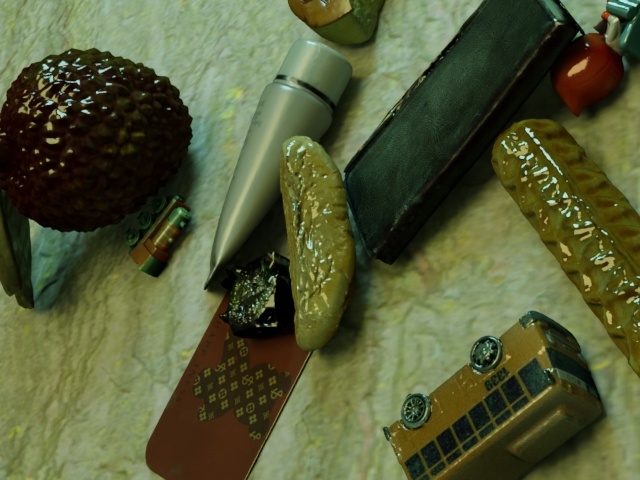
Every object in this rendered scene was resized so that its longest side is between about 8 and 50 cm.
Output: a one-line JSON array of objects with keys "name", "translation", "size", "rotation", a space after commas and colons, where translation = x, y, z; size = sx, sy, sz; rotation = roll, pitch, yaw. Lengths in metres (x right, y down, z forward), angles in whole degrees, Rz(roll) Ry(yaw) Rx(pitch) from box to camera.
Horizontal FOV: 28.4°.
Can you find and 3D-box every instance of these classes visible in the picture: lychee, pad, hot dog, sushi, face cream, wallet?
[{"name": "lychee", "translation": [-0.292, -0.129, 1.602], "size": [0.236, 0.271, 0.236], "rotation": [39, 138, 47]}, {"name": "pad", "translation": [-0.096, 0.159, 1.423], "size": [0.181, 0.004, 0.267], "rotation": [18, 78, 48]}, {"name": "hot dog", "translation": [0.000, 0.000, 1.362], "size": [0.073, 0.084, 0.243], "rotation": [-5, 64, -3]}, {"name": "sushi", "translation": [-0.069, 0.066, 1.416], "size": [0.084, 0.056, 0.083], "rotation": [-15, 63, 36]}, {"name": "face cream", "translation": [-0.066, -0.087, 1.482], "size": [0.314, 0.089, 0.143], "rotation": [-61, 5, -8]}, {"name": "wallet", "translation": [0.138, -0.134, 1.323], "size": [0.318, 0.045, 0.172], "rotation": [-52, 31, 21]}]

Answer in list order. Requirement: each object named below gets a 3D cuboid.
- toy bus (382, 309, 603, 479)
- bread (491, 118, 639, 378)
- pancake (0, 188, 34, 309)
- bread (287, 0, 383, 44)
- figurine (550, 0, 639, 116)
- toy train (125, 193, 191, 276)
[{"name": "toy bus", "translation": [0.157, 0.157, 1.120], "size": [0.182, 0.091, 0.103], "rotation": [-42, 45, 18]}, {"name": "bread", "translation": [0.255, 0.008, 1.133], "size": [0.084, 0.077, 0.368], "rotation": [-44, 42, 15]}, {"name": "pancake", "translation": [-0.420, -0.012, 1.696], "size": [0.042, 0.223, 0.236], "rotation": [-12, 6, -3]}, {"name": "bread", "translation": [0.022, -0.312, 1.551], "size": [0.125, 0.086, 0.156], "rotation": [-4, 61, 43]}, {"name": "figurine", "translation": [0.282, -0.187, 1.244], "size": [0.140, 0.068, 0.075], "rotation": [-56, 41, 10]}, {"name": "toy train", "translation": [-0.203, -0.010, 1.605], "size": [0.103, 0.044, 0.064], "rotation": [-51, 45, 7]}]
